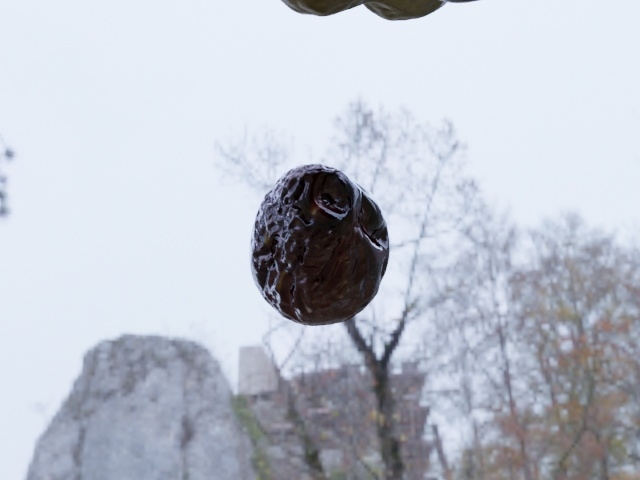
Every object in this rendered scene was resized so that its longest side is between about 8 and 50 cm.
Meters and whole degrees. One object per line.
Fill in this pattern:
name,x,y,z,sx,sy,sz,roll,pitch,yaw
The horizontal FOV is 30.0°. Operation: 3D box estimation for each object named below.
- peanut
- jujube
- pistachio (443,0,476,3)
peanut,0.059,-0.285,1.225,0.274,0.111,0.125,-12,-48,-35
jujube,0.000,0.000,1.289,0.168,0.168,0.236,0,-22,-1
pistachio,0.114,-0.286,0.923,0.212,0.260,0.163,3,-56,15
